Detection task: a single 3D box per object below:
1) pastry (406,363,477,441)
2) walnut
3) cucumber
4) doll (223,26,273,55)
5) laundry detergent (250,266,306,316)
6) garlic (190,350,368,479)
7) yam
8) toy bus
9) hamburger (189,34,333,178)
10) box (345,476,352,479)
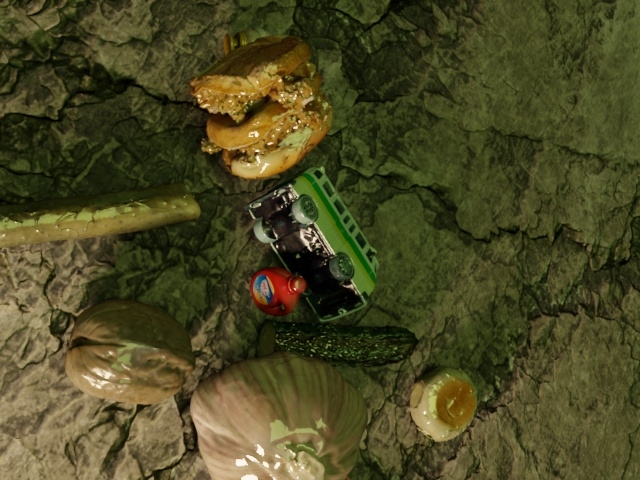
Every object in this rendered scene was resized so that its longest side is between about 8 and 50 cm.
[{"bbox_3d":[0.261,0.346,1.677,0.165,0.088,0.166,1,87,-26],"label":"pastry"},{"bbox_3d":[-0.315,0.191,1.351,0.230,0.178,0.178,20,76,-31],"label":"walnut"},{"bbox_3d":[0.049,0.211,1.582,0.359,0.096,0.096,8,81,-30],"label":"cucumber"},{"bbox_3d":[-0.125,-0.376,1.566,0.127,0.073,0.084,-8,121,-24],"label":"doll"},{"bbox_3d":[-0.074,0.095,1.481,0.049,0.165,0.097,-21,94,-29],"label":"laundry detergent"},{"bbox_3d":[-0.073,0.343,1.398,0.317,0.259,0.318,-6,105,-25],"label":"garlic"},{"bbox_3d":[-0.391,-0.043,1.382,0.371,0.083,0.083,-11,90,-28],"label":"yam"},{"bbox_3d":[0.000,0.000,1.534,0.276,0.133,0.165,57,38,-12],"label":"toy bus"},{"bbox_3d":[-0.116,-0.251,1.457,0.260,0.245,0.211,-29,121,-4],"label":"hamburger"},{"bbox_3d":[0.094,0.549,1.593,0.207,0.041,0.050,46,63,-16],"label":"box"}]
